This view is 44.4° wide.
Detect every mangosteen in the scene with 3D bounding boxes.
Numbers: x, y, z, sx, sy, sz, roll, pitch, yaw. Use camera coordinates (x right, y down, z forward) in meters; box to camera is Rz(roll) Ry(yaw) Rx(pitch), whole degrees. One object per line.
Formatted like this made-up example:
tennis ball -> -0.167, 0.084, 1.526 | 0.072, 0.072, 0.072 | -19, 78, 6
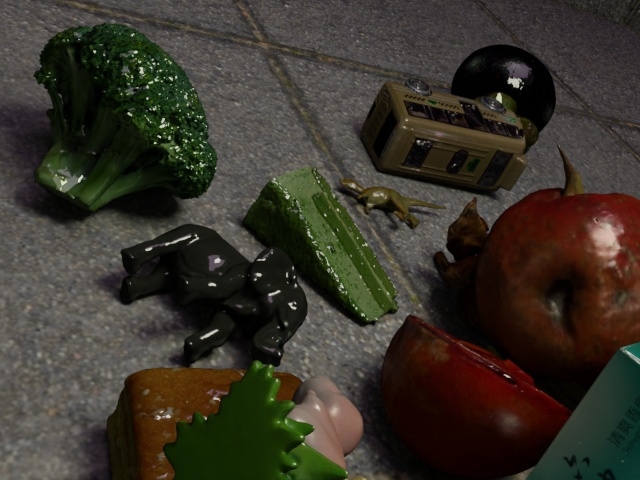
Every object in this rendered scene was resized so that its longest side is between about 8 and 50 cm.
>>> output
mangosteen -> 0.370, -0.283, 1.607 | 0.242, 0.243, 0.243 | 18, 34, -13

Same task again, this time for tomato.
tomato -> 0.153, 0.182, 0.866 | 0.200, 0.140, 0.233 | 32, -2, 1

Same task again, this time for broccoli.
broccoli -> -0.252, -0.144, 0.985 | 0.269, 0.261, 0.242 | 26, 71, 5

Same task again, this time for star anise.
star anise -> 0.230, 0.044, 1.136 | 0.196, 0.111, 0.212 | 64, 14, 18

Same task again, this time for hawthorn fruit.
hawthorn fruit -> 0.324, 0.058, 0.982 | 0.258, 0.258, 0.262 | 25, 69, -4

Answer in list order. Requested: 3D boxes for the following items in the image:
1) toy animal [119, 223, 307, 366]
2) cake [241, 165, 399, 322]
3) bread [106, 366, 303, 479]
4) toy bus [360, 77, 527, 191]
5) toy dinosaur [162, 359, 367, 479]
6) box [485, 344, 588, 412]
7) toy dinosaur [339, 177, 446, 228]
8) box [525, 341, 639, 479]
toy animal -> -0.111, 0.053, 0.876 | 0.245, 0.115, 0.146 | 43, 37, 23
cake -> 0.017, 0.002, 1.054 | 0.235, 0.099, 0.100 | 41, 37, 19
bread -> -0.078, 0.219, 0.673 | 0.184, 0.111, 0.234 | 8, 38, -26
toy bus -> 0.233, -0.183, 1.426 | 0.289, 0.139, 0.157 | 9, 40, -23
toy dinosaur -> -0.024, 0.181, 0.593 | 0.177, 0.152, 0.194 | 30, 18, -45
box -> 0.361, 0.188, 1.089 | 0.278, 0.041, 0.153 | -5, 43, -40
toy dinosaur -> 0.118, -0.072, 1.282 | 0.126, 0.039, 0.162 | 41, 34, 23
box -> 0.306, 0.182, 0.761 | 0.092, 0.153, 0.244 | 36, 13, 26
